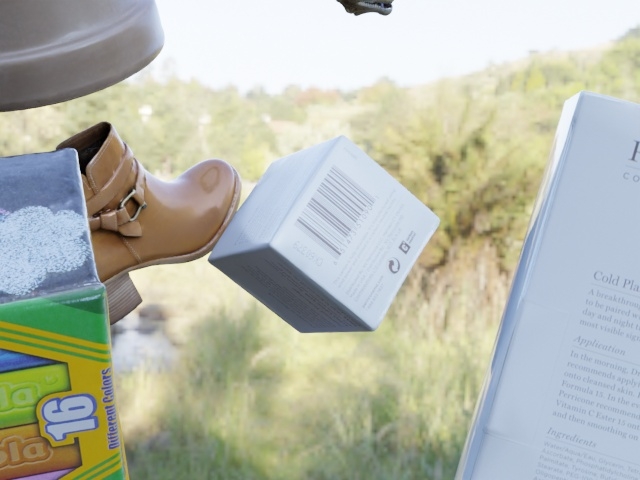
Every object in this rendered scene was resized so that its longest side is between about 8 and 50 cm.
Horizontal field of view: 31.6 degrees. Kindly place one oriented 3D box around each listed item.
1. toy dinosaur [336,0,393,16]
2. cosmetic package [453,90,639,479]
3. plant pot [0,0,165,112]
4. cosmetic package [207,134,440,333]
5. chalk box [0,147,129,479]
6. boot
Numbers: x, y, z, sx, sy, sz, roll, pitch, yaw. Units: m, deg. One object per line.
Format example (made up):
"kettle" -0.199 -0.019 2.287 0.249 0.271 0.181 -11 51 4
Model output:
"toy dinosaur" -0.019 -0.210 0.672 0.053 0.183 0.093 -25 -20 -36
"cosmetic package" 0.272 0.109 0.583 0.377 0.285 0.097 16 7 5
"plant pot" -0.317 -0.290 1.196 0.262 0.229 0.263 -9 28 5
"cosmetic package" 0.000 0.000 1.244 0.151 0.151 0.183 39 -20 -17
"chalk box" -0.278 0.074 0.696 0.288 0.179 0.180 -9 34 -13
"boot" -0.218 -0.060 1.317 0.109 0.220 0.283 28 59 38
